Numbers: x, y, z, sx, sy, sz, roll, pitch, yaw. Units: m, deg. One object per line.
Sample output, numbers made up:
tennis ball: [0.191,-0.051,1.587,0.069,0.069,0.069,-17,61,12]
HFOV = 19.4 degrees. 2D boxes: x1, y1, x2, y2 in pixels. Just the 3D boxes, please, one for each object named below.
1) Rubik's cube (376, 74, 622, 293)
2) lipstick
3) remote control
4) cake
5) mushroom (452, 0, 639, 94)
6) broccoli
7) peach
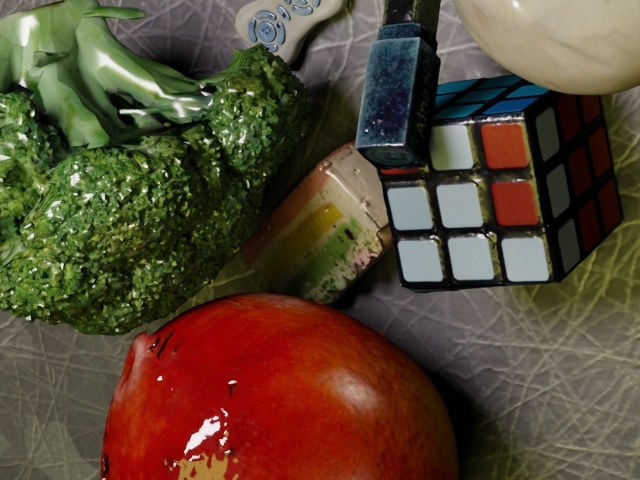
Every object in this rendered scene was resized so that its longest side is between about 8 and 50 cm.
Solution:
Rubik's cube: [0.159,-0.054,1.670,0.162,0.160,0.163,-2,109,31]
lipstick: [0.083,-0.214,1.618,0.051,0.051,0.312,-3,68,31]
remote control: [-0.028,-0.221,1.790,0.074,0.032,0.122,49,125,5]
cake: [0.013,-0.011,1.850,0.109,0.090,0.225,48,144,3]
mushroom: [0.245,-0.238,1.459,0.315,0.315,0.356,-40,75,36]
broccoli: [-0.206,-0.068,1.753,0.321,0.413,0.310,80,172,-62]
peach: [-0.050,0.221,1.780,0.370,0.370,0.370,12,115,26]
